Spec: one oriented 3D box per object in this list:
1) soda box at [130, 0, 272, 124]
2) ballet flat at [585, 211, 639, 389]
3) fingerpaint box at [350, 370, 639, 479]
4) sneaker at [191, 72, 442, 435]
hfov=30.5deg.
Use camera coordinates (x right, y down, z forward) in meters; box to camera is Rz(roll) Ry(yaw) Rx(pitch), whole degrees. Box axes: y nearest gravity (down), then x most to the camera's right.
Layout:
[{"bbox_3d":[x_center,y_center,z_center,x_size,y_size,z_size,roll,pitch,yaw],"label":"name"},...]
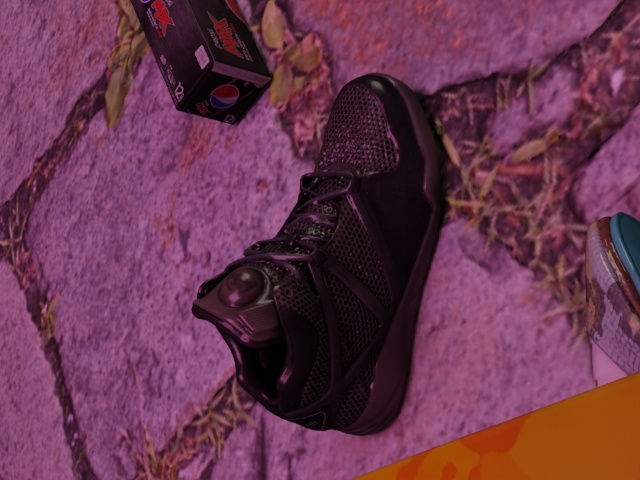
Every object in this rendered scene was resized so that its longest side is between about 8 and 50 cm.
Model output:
[{"bbox_3d":[-0.099,-0.169,0.902,0.053,0.060,0.169,-47,52,31],"label":"soda box"},{"bbox_3d":[0.178,0.084,0.545,0.079,0.077,0.221,-56,51,27],"label":"ballet flat"},{"bbox_3d":[0.239,0.223,0.329,0.371,0.163,0.444,-29,71,40],"label":"fingerpaint box"},{"bbox_3d":[0.000,0.000,0.710,0.087,0.130,0.227,7,85,46],"label":"sneaker"}]
